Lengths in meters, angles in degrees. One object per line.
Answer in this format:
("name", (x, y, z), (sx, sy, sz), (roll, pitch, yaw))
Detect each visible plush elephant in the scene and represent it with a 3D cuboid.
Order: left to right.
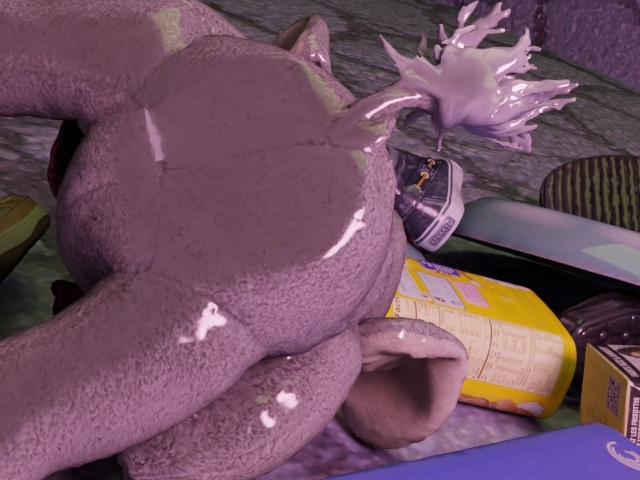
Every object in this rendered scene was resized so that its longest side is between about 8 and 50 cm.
("plush elephant", (-0.048, 0.003, 0.600), (0.330, 0.255, 0.272), (-16, 70, -5))

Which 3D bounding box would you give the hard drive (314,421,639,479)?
("hard drive", (0.100, 0.158, 0.448), (0.318, 0.040, 0.210), (1, 27, -46))

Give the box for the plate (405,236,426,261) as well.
("plate", (0.000, 0.000, 0.906), (0.188, 0.024, 0.188), (13, 29, -7))

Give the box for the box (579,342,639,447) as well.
("box", (0.286, 0.104, 0.704), (0.232, 0.058, 0.087), (3, 10, -4))

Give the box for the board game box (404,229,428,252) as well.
("board game box", (-0.037, -0.055, 1.070), (0.281, 0.027, 0.145), (30, 21, 27))

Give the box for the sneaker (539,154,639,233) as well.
("sneaker", (0.384, 0.004, 1.206), (0.330, 0.146, 0.122), (11, 61, -1))

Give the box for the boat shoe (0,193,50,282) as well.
("boat shoe", (-0.211, 0.004, 0.639), (0.072, 0.068, 0.190), (41, 16, -9))

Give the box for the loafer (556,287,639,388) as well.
("loafer", (0.230, 0.076, 0.901), (0.078, 0.076, 0.223), (27, 14, 36))

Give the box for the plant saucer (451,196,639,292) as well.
("plant saucer", (0.258, 0.017, 0.993), (0.317, 0.044, 0.317), (17, 0, 0))

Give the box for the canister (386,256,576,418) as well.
("canister", (0.077, 0.060, 0.788), (0.170, 0.073, 0.126), (14, 20, -19))

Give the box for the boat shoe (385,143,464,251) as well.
("boat shoe", (0.076, -0.054, 0.995), (0.083, 0.065, 0.183), (37, 13, -9))
